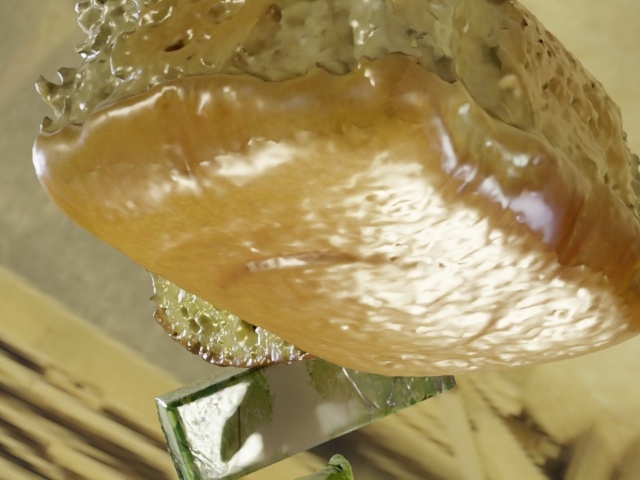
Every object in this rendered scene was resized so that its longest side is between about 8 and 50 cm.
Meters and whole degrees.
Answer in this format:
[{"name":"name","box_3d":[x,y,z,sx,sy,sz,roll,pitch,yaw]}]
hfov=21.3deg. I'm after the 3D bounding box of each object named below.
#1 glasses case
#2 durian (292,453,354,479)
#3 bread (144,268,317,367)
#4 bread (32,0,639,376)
[{"name":"glasses case","box_3d":[-0.013,0.140,1.580,0.062,0.272,0.095,12,120,69]},{"name":"durian","box_3d":[-0.050,0.300,1.557,0.139,0.250,0.101,35,167,50]},{"name":"bread","box_3d":[0.000,0.000,1.490,0.340,0.179,0.194,-12,101,51]},{"name":"bread","box_3d":[0.021,-0.025,0.621,0.174,0.121,0.245,-1,157,33]}]
